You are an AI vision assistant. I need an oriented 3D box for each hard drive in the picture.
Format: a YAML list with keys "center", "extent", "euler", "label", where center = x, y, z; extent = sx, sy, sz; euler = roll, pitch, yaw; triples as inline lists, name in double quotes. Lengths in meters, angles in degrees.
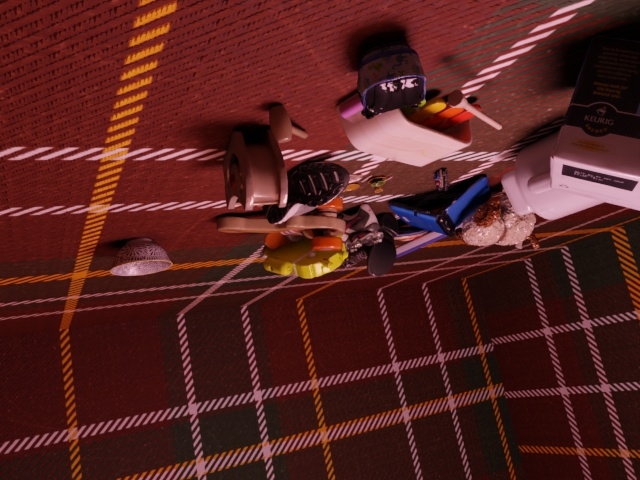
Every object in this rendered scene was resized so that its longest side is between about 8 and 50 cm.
- center: [0.439, -0.027, 2.088]
  extent: [0.210, 0.040, 0.318]
  euler: [-22, 176, -36]
  label: "hard drive"

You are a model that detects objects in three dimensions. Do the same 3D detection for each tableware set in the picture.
- center: [0.105, -0.140, 1.467]
  extent: [0.154, 0.024, 0.104]
  euler: [-3, 165, -35]
  label: "tableware set"

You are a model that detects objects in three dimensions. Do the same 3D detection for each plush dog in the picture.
- center: [0.534, -0.046, 1.730]
  extent: [0.225, 0.211, 0.262]
  euler: [-11, 156, -17]
  label: "plush dog"

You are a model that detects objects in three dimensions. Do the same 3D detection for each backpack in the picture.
- center: [0.105, -0.249, 0.859]
  extent: [0.104, 0.084, 0.114]
  euler: [-13, 172, 5]
  label: "backpack"

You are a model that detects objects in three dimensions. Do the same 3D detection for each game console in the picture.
- center: [0.380, -0.123, 1.772]
  extent: [0.250, 0.174, 0.293]
  euler: [18, 177, 21]
  label: "game console"

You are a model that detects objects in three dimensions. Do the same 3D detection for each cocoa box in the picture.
- center: [0.606, -0.177, 0.976]
  extent: [0.347, 0.228, 0.231]
  euler: [18, 178, 22]
  label: "cocoa box"

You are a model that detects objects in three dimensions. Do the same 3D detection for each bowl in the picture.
- center: [-0.511, 0.042, 1.603]
  extent: [0.170, 0.080, 0.170]
  euler: [-11, 167, -3]
  label: "bowl"

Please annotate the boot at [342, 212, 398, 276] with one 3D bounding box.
- center: [0.150, 0.043, 1.858]
  extent: [0.091, 0.263, 0.229]
  euler: [35, 141, -18]
  label: "boot"

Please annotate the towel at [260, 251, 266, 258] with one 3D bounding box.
- center: [-0.132, 0.036, 2.028]
  extent: [0.151, 0.023, 0.113]
  euler: [-6, 167, -22]
  label: "towel"

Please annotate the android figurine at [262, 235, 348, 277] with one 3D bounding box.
- center: [-0.040, 0.034, 1.644]
  extent: [0.248, 0.056, 0.272]
  euler: [-31, -150, -33]
  label: "android figurine"

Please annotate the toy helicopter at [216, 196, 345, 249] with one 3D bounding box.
- center: [-0.108, -0.041, 1.573]
  extent: [0.354, 0.140, 0.235]
  euler: [1, 175, -6]
  label: "toy helicopter"

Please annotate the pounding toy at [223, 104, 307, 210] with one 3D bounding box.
- center: [-0.089, -0.126, 1.071]
  extent: [0.154, 0.154, 0.269]
  euler: [-6, 167, -19]
  label: "pounding toy"

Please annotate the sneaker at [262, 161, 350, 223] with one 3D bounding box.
- center: [-0.027, -0.119, 1.327]
  extent: [0.108, 0.100, 0.271]
  euler: [-18, 179, -43]
  label: "sneaker"

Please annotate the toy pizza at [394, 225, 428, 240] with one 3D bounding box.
- center: [0.277, -0.019, 1.969]
  extent: [0.201, 0.032, 0.201]
  euler: [-7, -172, 1]
  label: "toy pizza"

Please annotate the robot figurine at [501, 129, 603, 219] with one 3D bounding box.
- center: [0.616, -0.175, 1.353]
  extent: [0.299, 0.200, 0.353]
  euler: [-27, 180, -40]
  label: "robot figurine"

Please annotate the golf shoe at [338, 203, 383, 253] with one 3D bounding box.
- center: [0.082, -0.022, 1.759]
  extent: [0.105, 0.120, 0.272]
  euler: [-5, 168, -43]
  label: "golf shoe"

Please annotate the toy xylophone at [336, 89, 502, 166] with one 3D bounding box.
- center: [0.197, -0.221, 1.066]
  extent: [0.236, 0.081, 0.322]
  euler: [-19, 165, 31]
  label: "toy xylophone"

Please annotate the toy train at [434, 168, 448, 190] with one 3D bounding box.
- center: [0.332, -0.165, 1.553]
  extent: [0.036, 0.027, 0.158]
  euler: [-3, 170, 12]
  label: "toy train"
